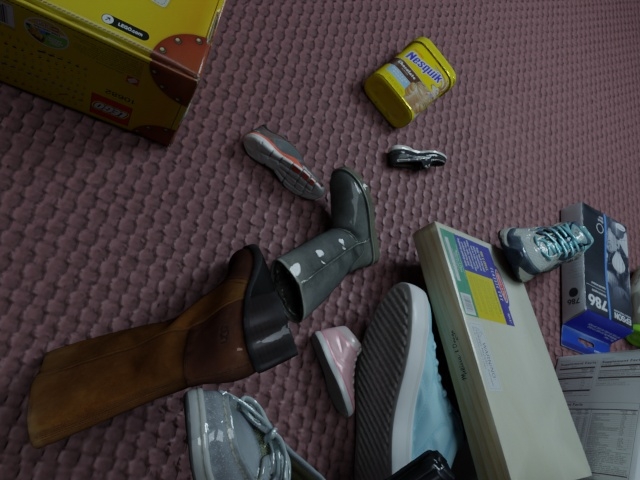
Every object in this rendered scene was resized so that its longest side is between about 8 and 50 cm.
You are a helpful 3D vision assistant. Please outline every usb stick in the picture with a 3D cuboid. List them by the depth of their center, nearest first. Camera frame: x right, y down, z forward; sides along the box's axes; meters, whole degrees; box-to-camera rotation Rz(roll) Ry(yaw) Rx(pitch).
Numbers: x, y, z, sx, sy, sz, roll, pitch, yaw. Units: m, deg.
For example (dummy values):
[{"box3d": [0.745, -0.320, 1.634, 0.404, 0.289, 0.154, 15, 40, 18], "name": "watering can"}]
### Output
[{"box3d": [0.046, 0.355, 0.618, 0.278, 0.077, 0.045, -35, 49, 2], "name": "usb stick"}]

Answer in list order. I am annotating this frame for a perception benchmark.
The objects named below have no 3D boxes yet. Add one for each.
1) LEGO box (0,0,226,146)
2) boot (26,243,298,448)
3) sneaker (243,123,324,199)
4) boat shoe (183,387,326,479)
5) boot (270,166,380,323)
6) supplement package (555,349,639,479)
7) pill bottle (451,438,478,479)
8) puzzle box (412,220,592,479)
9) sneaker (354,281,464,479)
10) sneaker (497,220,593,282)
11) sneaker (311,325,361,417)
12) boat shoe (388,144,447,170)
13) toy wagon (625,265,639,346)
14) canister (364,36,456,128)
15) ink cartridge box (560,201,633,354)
[{"box3d": [-0.367, -0.406, 0.639, 0.500, 0.193, 0.372, 20, 65, -22], "name": "LEGO box"}, {"box3d": [-0.186, 0.113, 0.611, 0.281, 0.264, 0.096, -19, 120, -7], "name": "boot"}, {"box3d": [-0.048, -0.134, 0.810, 0.158, 0.061, 0.065, 41, 52, -13], "name": "sneaker"}, {"box3d": [-0.061, 0.250, 0.546, 0.103, 0.320, 0.118, -21, 42, -4], "name": "boat shoe"}, {"box3d": [0.001, -0.001, 0.756, 0.209, 0.076, 0.189, -25, 100, -39], "name": "boot"}, {"box3d": [0.548, 0.366, 0.894, 0.199, 0.198, 0.262, 39, 59, -12], "name": "supplement package"}, {"box3d": [0.299, 0.424, 0.784, 0.215, 0.117, 0.117, 51, 57, -6], "name": "pill bottle"}, {"box3d": [0.296, 0.182, 0.814, 0.272, 0.052, 0.408, 17, 53, -40], "name": "puzzle box"}, {"box3d": [0.143, 0.252, 0.754, 0.150, 0.135, 0.365, 13, 79, -27], "name": "sneaker"}, {"box3d": [0.444, 0.002, 0.961, 0.283, 0.122, 0.110, -7, 71, -49], "name": "sneaker"}, {"box3d": [0.040, 0.193, 0.754, 0.070, 0.051, 0.134, -15, 77, -27], "name": "sneaker"}, {"box3d": [0.189, -0.153, 0.955, 0.125, 0.046, 0.038, 7, 71, -24], "name": "boat shoe"}, {"box3d": [0.865, 0.218, 1.198, 0.344, 0.068, 0.267, 50, 58, -6], "name": "toy wagon"}, {"box3d": [0.179, -0.314, 0.987, 0.126, 0.073, 0.170, 49, 59, -6], "name": "canister"}, {"box3d": [0.614, 0.092, 1.104, 0.165, 0.065, 0.332, 21, 66, -22], "name": "ink cartridge box"}]
